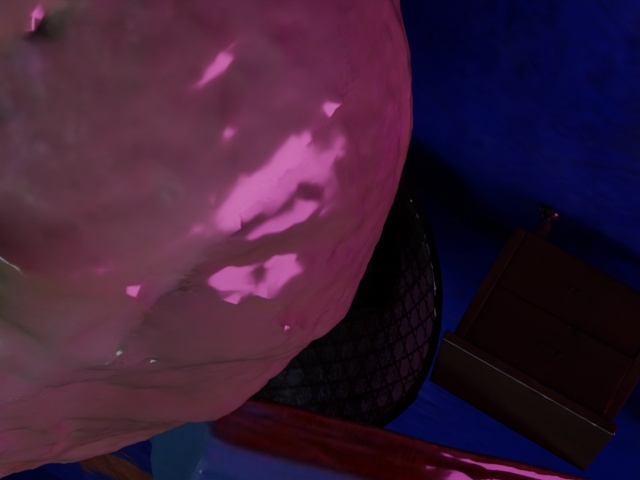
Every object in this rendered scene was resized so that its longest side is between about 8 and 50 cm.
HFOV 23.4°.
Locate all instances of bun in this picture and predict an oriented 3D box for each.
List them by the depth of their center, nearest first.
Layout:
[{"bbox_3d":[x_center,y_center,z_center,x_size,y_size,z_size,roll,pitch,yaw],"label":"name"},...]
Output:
[{"bbox_3d":[-0.147,-0.032,0.544,0.361,0.213,0.361,3,132,3],"label":"bun"}]

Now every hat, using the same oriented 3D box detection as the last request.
[{"bbox_3d":[0.000,0.000,0.789,0.193,0.082,0.193,16,117,33],"label":"hat"}]

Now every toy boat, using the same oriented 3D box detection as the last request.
[{"bbox_3d":[0.101,0.144,0.766,0.392,0.079,0.136,18,161,-24],"label":"toy boat"}]

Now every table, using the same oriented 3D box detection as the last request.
[{"bbox_3d":[0.107,0.042,0.700,0.083,0.082,0.070,29,161,10],"label":"table"}]
